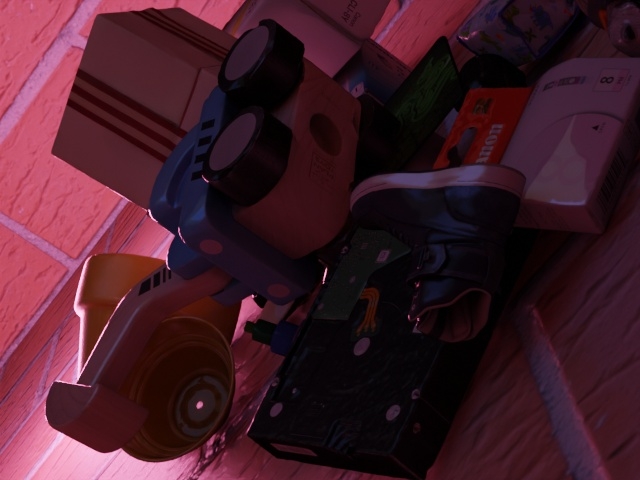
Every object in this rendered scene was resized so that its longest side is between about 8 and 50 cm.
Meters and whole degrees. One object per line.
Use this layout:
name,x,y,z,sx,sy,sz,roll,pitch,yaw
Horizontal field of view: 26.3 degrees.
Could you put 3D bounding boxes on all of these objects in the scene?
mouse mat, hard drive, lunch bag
mouse mat,0.109,-0.154,1.712,0.190,0.007,0.153,-49,28,26
hard drive,0.083,0.084,1.445,0.237,0.064,0.339,-3,53,49
lunch bag,0.264,-0.284,1.701,0.151,0.096,0.129,-48,13,-18

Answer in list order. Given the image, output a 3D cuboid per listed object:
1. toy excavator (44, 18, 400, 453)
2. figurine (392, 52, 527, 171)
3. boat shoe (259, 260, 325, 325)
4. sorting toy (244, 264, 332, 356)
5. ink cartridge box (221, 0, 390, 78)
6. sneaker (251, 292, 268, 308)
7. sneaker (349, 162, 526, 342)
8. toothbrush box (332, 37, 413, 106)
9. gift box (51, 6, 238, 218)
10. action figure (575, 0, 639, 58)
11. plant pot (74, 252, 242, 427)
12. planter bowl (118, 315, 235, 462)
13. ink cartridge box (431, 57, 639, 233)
toy excavator,-0.139,0.015,1.691,0.445,0.222,0.433,-31,38,38
figurine,0.166,-0.090,1.632,0.215,0.092,0.209,-48,21,28
boat shoe,-0.040,0.082,1.959,0.049,0.042,0.133,32,88,47
sorting toy,0.000,0.000,1.769,0.127,0.126,0.366,87,-156,-57
ink cartridge box,-0.047,-0.323,2.120,0.384,0.160,0.279,-41,17,47
sneaker,-0.061,0.037,2.064,0.087,0.083,0.221,-28,-6,-28
sneaker,0.096,0.017,1.343,0.226,0.086,0.163,-7,69,53
toothbrush box,0.044,-0.161,2.045,0.216,0.126,0.295,-50,15,20
gift box,-0.189,-0.156,1.927,0.255,0.258,0.276,-29,-36,-58
action figure,0.387,-0.328,1.432,0.341,0.178,0.330,0,60,38
plant pot,-0.268,0.172,2.115,0.254,0.254,0.239,-23,52,62
planter bowl,-0.193,0.224,1.955,0.217,0.090,0.217,-14,59,25
ink cartridge box,0.209,-0.100,1.391,0.232,0.066,0.189,8,59,35
